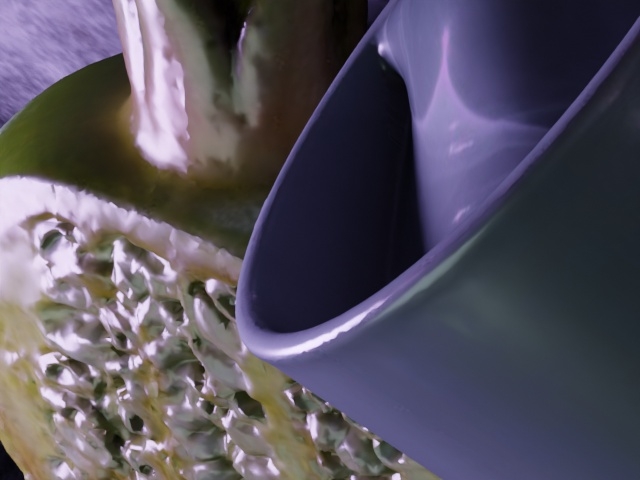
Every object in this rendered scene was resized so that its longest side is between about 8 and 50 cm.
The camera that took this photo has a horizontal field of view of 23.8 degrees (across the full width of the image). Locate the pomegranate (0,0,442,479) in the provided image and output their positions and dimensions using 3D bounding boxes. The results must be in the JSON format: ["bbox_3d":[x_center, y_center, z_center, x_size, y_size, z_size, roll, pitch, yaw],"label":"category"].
[{"bbox_3d":[0.000,0.000,0.640,0.310,0.216,0.358,21,129,31],"label":"pomegranate"}]

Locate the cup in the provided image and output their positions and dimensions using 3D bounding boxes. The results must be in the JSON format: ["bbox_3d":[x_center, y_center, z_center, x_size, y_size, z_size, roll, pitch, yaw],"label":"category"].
[{"bbox_3d":[0.155,0.027,0.432,0.312,0.205,0.205,36,162,-16],"label":"cup"}]
